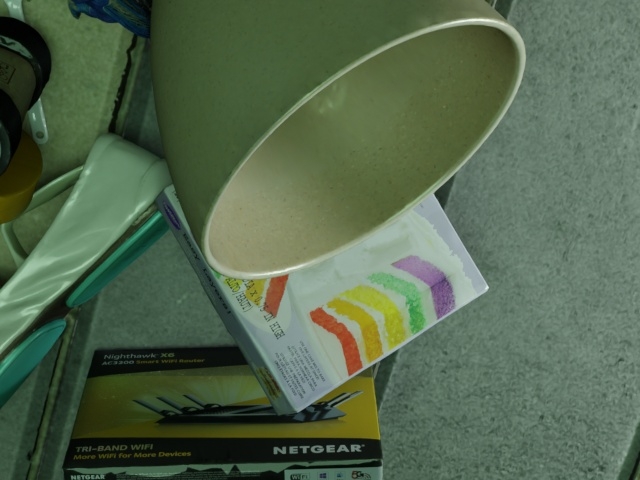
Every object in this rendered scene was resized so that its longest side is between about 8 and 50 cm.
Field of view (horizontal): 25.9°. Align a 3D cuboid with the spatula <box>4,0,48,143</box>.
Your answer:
[{"bbox_3d":[-0.367,-0.209,1.423,0.168,0.019,0.242,-6,111,0],"label":"spatula"}]

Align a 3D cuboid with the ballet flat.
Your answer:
[{"bbox_3d":[-0.305,0.047,1.458,0.139,0.139,0.400,42,98,-13],"label":"ballet flat"}]

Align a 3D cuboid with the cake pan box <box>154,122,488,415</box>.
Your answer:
[{"bbox_3d":[0.000,0.000,1.392,0.245,0.070,0.267,-29,90,-20],"label":"cake pan box"}]

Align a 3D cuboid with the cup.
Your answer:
[{"bbox_3d":[-0.021,-0.158,1.237,0.331,0.331,0.237,-39,69,10],"label":"cup"}]

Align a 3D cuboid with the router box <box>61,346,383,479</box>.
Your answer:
[{"bbox_3d":[-0.094,0.197,1.433,0.308,0.243,0.081,-2,113,-1],"label":"router box"}]

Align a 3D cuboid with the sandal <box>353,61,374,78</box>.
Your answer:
[{"bbox_3d":[0.025,-0.227,1.397,0.265,0.076,0.102,25,96,5],"label":"sandal"}]

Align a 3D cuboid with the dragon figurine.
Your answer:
[{"bbox_3d":[-0.195,-0.244,1.318,0.144,0.289,0.085,17,86,23],"label":"dragon figurine"}]

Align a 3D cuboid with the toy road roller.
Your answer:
[{"bbox_3d":[-0.433,-0.107,1.348,0.329,0.202,0.241,20,120,-11],"label":"toy road roller"}]
